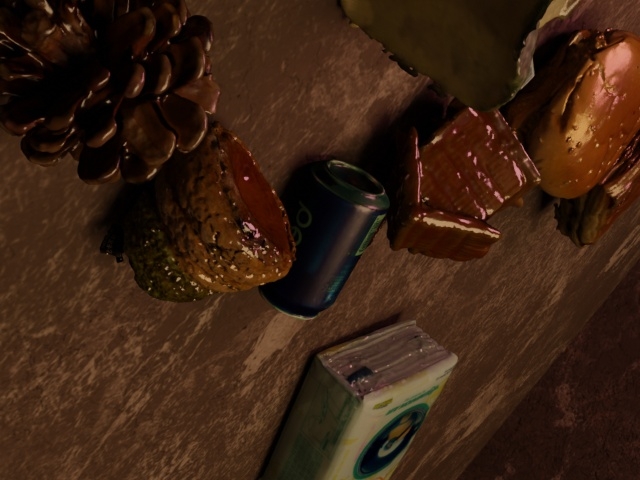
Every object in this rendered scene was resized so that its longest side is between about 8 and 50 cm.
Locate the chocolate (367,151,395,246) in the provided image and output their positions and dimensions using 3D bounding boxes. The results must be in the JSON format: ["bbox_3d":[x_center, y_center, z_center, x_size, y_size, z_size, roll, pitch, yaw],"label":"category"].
[{"bbox_3d":[0.080,-0.048,1.215,0.086,0.028,0.182,13,113,-56],"label":"chocolate"}]

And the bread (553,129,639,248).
[{"bbox_3d":[0.592,-0.155,1.659,0.277,0.167,0.324,-46,161,-6],"label":"bread"}]

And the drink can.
[{"bbox_3d":[0.000,0.000,1.067,0.118,0.118,0.204,-4,129,-53],"label":"drink can"}]

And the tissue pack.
[{"bbox_3d":[0.068,0.358,1.574,0.287,0.162,0.388,-14,137,-43],"label":"tissue pack"}]

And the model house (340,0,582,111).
[{"bbox_3d":[0.186,-0.325,0.773,0.266,0.261,0.321,-39,155,-22],"label":"model house"}]

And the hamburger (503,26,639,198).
[{"bbox_3d":[0.440,-0.218,1.365,0.289,0.170,0.314,-57,150,2],"label":"hamburger"}]

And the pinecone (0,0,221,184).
[{"bbox_3d":[-0.169,-0.129,0.631,0.179,0.150,0.195,-43,149,4],"label":"pinecone"}]

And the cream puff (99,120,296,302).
[{"bbox_3d":[-0.136,-0.012,0.843,0.169,0.183,0.183,-26,155,12],"label":"cream puff"}]

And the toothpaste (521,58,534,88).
[{"bbox_3d":[0.285,-0.284,1.186,0.034,0.046,0.164,-44,152,-3],"label":"toothpaste"}]

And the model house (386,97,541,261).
[{"bbox_3d":[0.176,-0.068,1.161,0.229,0.219,0.199,-38,180,-19],"label":"model house"}]
